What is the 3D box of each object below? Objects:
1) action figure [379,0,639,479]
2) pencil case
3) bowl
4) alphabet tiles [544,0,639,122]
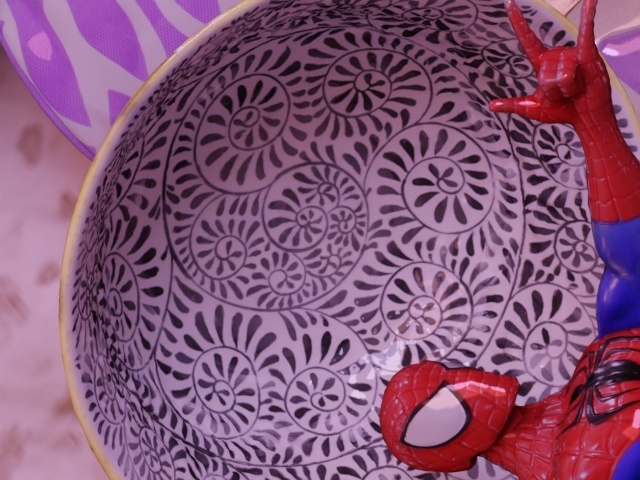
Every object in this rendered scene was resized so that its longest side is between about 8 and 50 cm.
[{"bbox_3d":[0.135,0.018,0.435,0.280,0.139,0.091,-4,44,24],"label":"action figure"},{"bbox_3d":[0.002,-0.094,0.576,0.206,0.086,0.088,-29,102,22],"label":"pencil case"},{"bbox_3d":[0.000,0.000,0.542,0.170,0.170,0.080,-55,29,2],"label":"bowl"},{"bbox_3d":[0.126,-0.166,0.586,0.278,0.021,0.284,-48,64,5],"label":"alphabet tiles"}]
